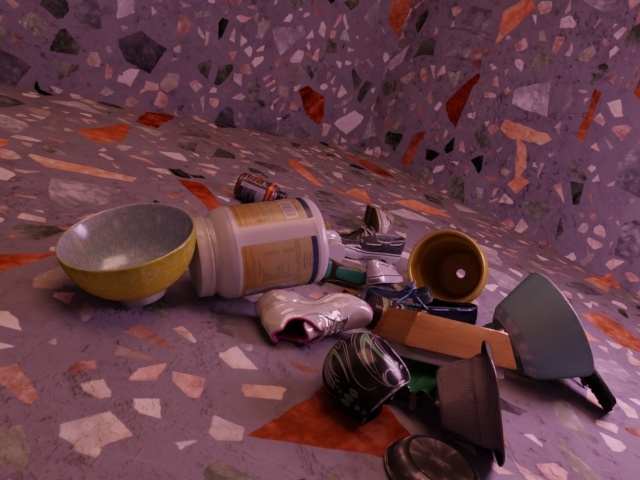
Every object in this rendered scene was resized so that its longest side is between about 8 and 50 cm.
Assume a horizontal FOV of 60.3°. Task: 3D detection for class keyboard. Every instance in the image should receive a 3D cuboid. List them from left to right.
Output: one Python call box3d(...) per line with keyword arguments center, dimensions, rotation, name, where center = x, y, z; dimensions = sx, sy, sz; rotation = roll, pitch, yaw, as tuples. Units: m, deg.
box3d(center=(0.733, 0.341, 1.580), dimensions=(0.201, 0.033, 0.317), rotation=(54, 12, -57), name="keyboard")

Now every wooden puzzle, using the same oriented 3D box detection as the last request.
box3d(center=(0.087, 0.167, 1.644), dimensions=(0.078, 0.014, 0.116), rotation=(17, 19, -8), name="wooden puzzle")

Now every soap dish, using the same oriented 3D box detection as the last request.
box3d(center=(0.300, 0.247, 1.363), dimensions=(0.290, 0.118, 0.229), rotation=(14, -7, -13), name="soap dish")

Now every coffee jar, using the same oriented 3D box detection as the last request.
box3d(center=(0.213, 0.217, 1.530), dimensions=(0.184, 0.079, 0.096), rotation=(19, 22, -5), name="coffee jar")

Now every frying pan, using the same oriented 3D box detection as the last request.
box3d(center=(0.170, 0.425, 0.973), dimensions=(0.326, 0.053, 0.197), rotation=(4, 23, -46), name="frying pan")

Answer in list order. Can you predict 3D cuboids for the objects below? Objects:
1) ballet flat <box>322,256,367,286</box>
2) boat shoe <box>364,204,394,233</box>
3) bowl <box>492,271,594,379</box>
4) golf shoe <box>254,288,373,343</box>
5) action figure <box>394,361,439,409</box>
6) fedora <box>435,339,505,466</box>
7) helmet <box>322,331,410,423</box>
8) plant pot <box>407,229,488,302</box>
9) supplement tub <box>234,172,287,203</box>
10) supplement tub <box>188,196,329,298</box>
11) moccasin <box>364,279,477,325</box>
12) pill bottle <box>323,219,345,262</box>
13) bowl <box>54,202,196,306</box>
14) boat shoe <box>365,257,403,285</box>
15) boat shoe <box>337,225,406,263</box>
box3d(center=(0.034, 0.097, 1.729), dimensions=(0.232, 0.080, 0.073), rotation=(20, -9, -6), name="ballet flat")
box3d(center=(0.263, -0.087, 2.368), dimensions=(0.103, 0.113, 0.302), rotation=(11, 19, -7), name="boat shoe")
box3d(center=(0.595, 0.263, 1.534), dimensions=(0.163, 0.312, 0.312), rotation=(-24, 25, 0), name="bowl")
box3d(center=(-0.005, 0.201, 1.342), dimensions=(0.305, 0.115, 0.140), rotation=(4, 32, -20), name="golf shoe")
box3d(center=(0.236, 0.327, 1.276), dimensions=(0.137, 0.064, 0.232), rotation=(28, 15, 27), name="action figure")
box3d(center=(0.309, 0.334, 1.148), dimensions=(0.124, 0.244, 0.275), rotation=(-6, 6, 16), name="fedora")
box3d(center=(0.083, 0.271, 1.129), dimensions=(0.161, 0.169, 0.169), rotation=(48, 29, 23), name="helmet")
box3d(center=(0.449, 0.103, 1.861), dimensions=(0.253, 0.254, 0.239), rotation=(30, 7, 27), name="plant pot")
box3d(center=(-0.232, -0.187, 2.164), dimensions=(0.197, 0.106, 0.106), rotation=(22, 19, 5), name="supplement tub")
box3d(center=(-0.161, 0.019, 1.370), dimensions=(0.315, 0.229, 0.228), rotation=(-8, 29, -22), name="supplement tub")
box3d(center=(0.303, 0.184, 1.650), dimensions=(0.341, 0.117, 0.138), rotation=(15, 19, -10), name="moccasin")
box3d(center=(0.000, 0.000, 1.858), dimensions=(0.117, 0.118, 0.208), rotation=(8, 22, -31), name="pill bottle")
box3d(center=(-0.409, 0.049, 1.211), dimensions=(0.289, 0.156, 0.290), rotation=(-2, 32, 1), name="bowl")
box3d(center=(0.201, 0.098, 1.736), dimensions=(0.095, 0.084, 0.258), rotation=(-10, -7, 14), name="boat shoe")
box3d(center=(0.164, -0.001, 2.021), dimensions=(0.334, 0.119, 0.121), rotation=(8, 22, -30), name="boat shoe")
